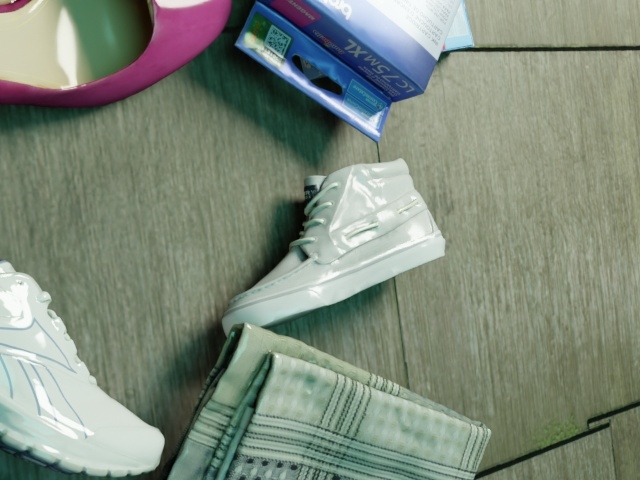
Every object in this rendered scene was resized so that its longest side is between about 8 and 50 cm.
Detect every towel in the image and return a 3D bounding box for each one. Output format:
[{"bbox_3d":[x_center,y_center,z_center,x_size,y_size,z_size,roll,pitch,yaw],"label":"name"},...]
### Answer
[{"bbox_3d":[-0.011,0.266,0.765,0.324,0.056,0.312,26,90,-28],"label":"towel"}]

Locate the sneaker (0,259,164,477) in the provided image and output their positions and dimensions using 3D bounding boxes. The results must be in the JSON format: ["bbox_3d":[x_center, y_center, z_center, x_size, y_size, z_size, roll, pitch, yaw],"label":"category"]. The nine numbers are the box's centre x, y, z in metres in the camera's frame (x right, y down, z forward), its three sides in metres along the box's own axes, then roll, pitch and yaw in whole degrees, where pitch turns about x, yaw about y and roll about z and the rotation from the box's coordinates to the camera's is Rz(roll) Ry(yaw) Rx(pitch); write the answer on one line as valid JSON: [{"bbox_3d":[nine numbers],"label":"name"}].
[{"bbox_3d":[-0.235,0.091,0.639,0.297,0.111,0.129,37,63,-27],"label":"sneaker"}]

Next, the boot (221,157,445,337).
[{"bbox_3d":[0.000,0.000,0.815,0.258,0.095,0.123,-21,85,-34],"label":"boot"}]

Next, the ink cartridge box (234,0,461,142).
[{"bbox_3d":[0.058,-0.274,0.824,0.186,0.065,0.311,32,73,-27],"label":"ink cartridge box"}]

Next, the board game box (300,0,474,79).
[{"bbox_3d":[0.059,-0.266,0.881,0.212,0.039,0.160,-18,97,-33],"label":"board game box"}]

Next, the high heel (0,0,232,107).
[{"bbox_3d":[-0.202,-0.161,0.622,0.377,0.181,0.127,-25,102,-31],"label":"high heel"}]
